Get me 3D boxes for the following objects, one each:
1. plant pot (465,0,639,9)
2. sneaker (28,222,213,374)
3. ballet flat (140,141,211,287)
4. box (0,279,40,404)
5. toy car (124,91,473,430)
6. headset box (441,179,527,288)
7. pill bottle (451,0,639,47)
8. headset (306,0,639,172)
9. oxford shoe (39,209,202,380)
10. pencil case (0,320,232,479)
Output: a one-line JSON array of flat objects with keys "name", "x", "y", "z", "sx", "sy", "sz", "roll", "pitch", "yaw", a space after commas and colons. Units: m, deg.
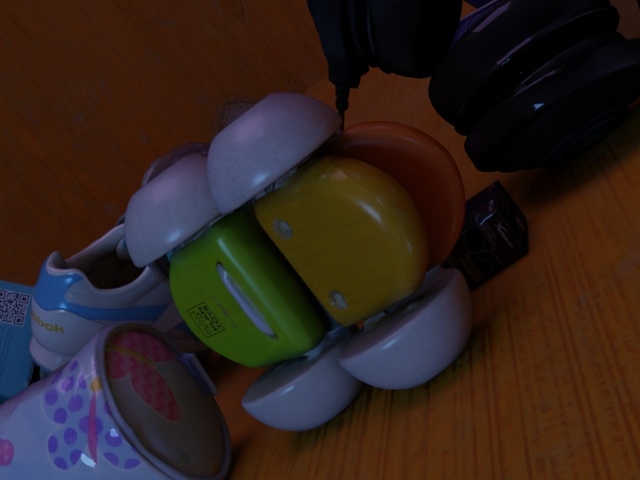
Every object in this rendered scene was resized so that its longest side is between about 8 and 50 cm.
[{"name": "plant pot", "x": 0.220, "y": -0.292, "z": 1.075, "sx": 0.236, "sy": 0.212, "sz": 0.236, "roll": -32, "pitch": 11, "yaw": 34}, {"name": "sneaker", "x": -0.113, "y": 0.032, "z": 0.970, "sx": 0.229, "sy": 0.087, "sz": 0.092, "roll": -19, "pitch": -50, "yaw": -40}, {"name": "ballet flat", "x": -0.068, "y": -0.023, "z": 0.932, "sx": 0.316, "sy": 0.106, "sz": 0.107, "roll": 0, "pitch": -73, "yaw": -64}, {"name": "box", "x": -0.290, "y": 0.121, "z": 1.170, "sx": 0.244, "sy": 0.060, "sz": 0.100, "roll": 122, "pitch": 159, "yaw": -66}, {"name": "toy car", "x": 0.000, "y": 0.000, "z": 0.672, "sx": 0.182, "sy": 0.159, "sz": 0.136, "roll": -30, "pitch": 11, "yaw": 43}, {"name": "headset box", "x": 0.077, "y": 0.007, "z": 0.734, "sx": 0.083, "sy": 0.032, "sz": 0.062, "roll": -34, "pitch": 11, "yaw": 18}, {"name": "pill bottle", "x": 0.162, "y": -0.146, "z": 0.955, "sx": 0.094, "sy": 0.094, "sz": 0.169, "roll": -42, "pitch": 10, "yaw": -23}, {"name": "headset", "x": 0.094, "y": -0.129, "z": 0.826, "sx": 0.394, "sy": 0.243, "sz": 0.185, "roll": -55, "pitch": -17, "yaw": 3}, {"name": "oxford shoe", "x": -0.181, "y": 0.070, "z": 1.119, "sx": 0.169, "sy": 0.130, "sz": 0.449, "roll": -31, "pitch": 14, "yaw": 15}, {"name": "pencil case", "x": -0.181, "y": 0.159, "z": 0.745, "sx": 0.273, "sy": 0.113, "sz": 0.124, "roll": -35, "pitch": -14, "yaw": 19}]
